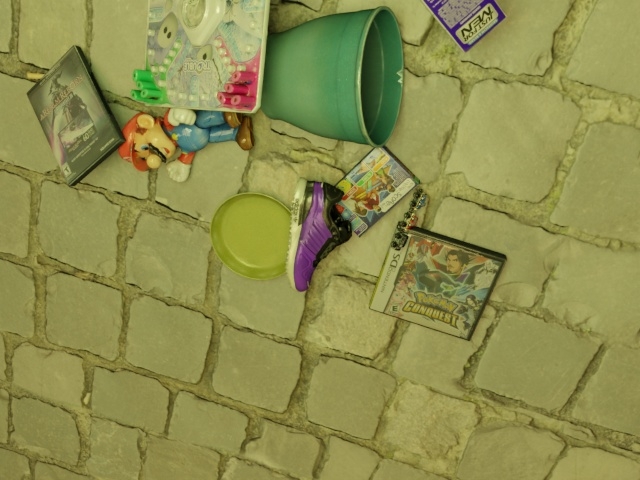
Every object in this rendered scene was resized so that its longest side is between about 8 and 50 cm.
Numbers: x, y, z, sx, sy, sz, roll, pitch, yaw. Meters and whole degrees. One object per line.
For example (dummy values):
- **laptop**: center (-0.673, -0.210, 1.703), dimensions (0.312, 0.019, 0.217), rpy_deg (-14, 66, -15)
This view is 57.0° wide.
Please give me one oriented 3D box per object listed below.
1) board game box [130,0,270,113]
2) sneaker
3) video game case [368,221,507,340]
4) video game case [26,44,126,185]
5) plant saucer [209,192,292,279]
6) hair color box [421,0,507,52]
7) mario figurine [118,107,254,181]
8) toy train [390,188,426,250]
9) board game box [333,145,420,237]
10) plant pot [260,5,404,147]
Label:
- **board game box**: center (-0.249, -0.459, 1.164), dimensions (0.390, 0.050, 0.389), rpy_deg (14, 102, 40)
- **sneaker**: center (0.000, 0.000, 1.408), dimensions (0.146, 0.102, 0.293), rpy_deg (8, 115, 4)
- **video game case**: center (0.286, 0.106, 1.474), dimensions (0.275, 0.035, 0.248), rpy_deg (18, 115, 3)
- **video game case**: center (-0.589, -0.297, 1.411), dimensions (0.196, 0.026, 0.274), rpy_deg (-33, 79, 22)
- **plant saucer**: center (-0.162, -0.014, 1.508), dimensions (0.241, 0.037, 0.240), rpy_deg (4, 113, 9)
- **hair color box**: center (0.183, -0.518, 1.065), dimensions (0.110, 0.185, 0.339), rpy_deg (-37, 131, 21)
- **mario figurine**: center (-0.323, -0.222, 1.378), dimensions (0.321, 0.170, 0.198), rpy_deg (-10, 113, 13)
- **toy train**: center (0.212, -0.048, 1.398), dimensions (0.036, 0.027, 0.158), rpy_deg (24, 94, -1)
- **board game box**: center (0.118, -0.119, 1.408), dimensions (0.136, 0.035, 0.201), rpy_deg (44, 114, -9)
- **plant pot**: center (0.011, -0.338, 1.222), dimensions (0.255, 0.272, 0.271), rpy_deg (8, 115, 23)
